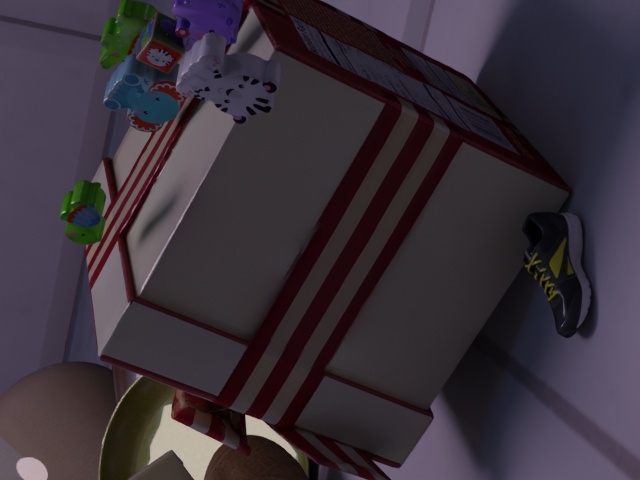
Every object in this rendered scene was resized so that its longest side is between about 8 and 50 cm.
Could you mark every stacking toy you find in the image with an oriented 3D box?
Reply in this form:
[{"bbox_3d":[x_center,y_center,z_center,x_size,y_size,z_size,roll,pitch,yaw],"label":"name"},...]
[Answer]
[{"bbox_3d":[-0.085,-0.109,0.811,0.221,0.052,0.167,-40,35,46],"label":"stacking toy"}]

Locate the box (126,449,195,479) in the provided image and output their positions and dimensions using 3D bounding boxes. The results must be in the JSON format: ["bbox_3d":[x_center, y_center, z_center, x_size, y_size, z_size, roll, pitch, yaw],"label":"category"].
[{"bbox_3d":[-0.166,0.340,1.137,0.213,0.243,0.117,51,146,10],"label":"box"}]

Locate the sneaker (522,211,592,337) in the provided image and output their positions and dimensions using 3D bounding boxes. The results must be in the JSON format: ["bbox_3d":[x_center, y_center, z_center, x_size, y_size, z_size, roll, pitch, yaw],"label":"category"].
[{"bbox_3d":[0.136,0.020,0.804,0.031,0.035,0.083,121,153,-53],"label":"sneaker"}]

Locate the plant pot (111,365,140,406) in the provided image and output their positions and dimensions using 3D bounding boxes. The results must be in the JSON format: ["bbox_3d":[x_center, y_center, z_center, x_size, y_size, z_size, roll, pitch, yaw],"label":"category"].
[{"bbox_3d":[-0.182,0.130,1.614,0.167,0.167,0.165,137,133,-64],"label":"plant pot"}]

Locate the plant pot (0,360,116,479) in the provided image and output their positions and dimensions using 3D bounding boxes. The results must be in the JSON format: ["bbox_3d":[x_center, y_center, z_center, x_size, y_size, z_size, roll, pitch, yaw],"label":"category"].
[{"bbox_3d":[-0.281,0.313,1.699,0.191,0.284,0.284,18,98,47],"label":"plant pot"}]

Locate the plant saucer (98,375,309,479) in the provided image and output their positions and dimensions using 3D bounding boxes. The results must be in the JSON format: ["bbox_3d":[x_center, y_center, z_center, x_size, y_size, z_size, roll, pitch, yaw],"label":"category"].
[{"bbox_3d":[-0.107,0.225,1.293,0.241,0.037,0.241,-5,79,29],"label":"plant saucer"}]

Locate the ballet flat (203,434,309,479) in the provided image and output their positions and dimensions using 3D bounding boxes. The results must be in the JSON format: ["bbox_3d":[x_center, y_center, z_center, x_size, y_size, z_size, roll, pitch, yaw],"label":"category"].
[{"bbox_3d":[-0.036,0.298,1.063,0.124,0.116,0.342,106,164,-60],"label":"ballet flat"}]

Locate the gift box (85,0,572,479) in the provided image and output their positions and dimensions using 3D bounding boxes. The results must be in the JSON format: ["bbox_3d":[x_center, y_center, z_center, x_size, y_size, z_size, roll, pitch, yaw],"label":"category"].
[{"bbox_3d":[0.000,0.000,0.918,0.258,0.276,0.255,-58,19,17],"label":"gift box"}]
